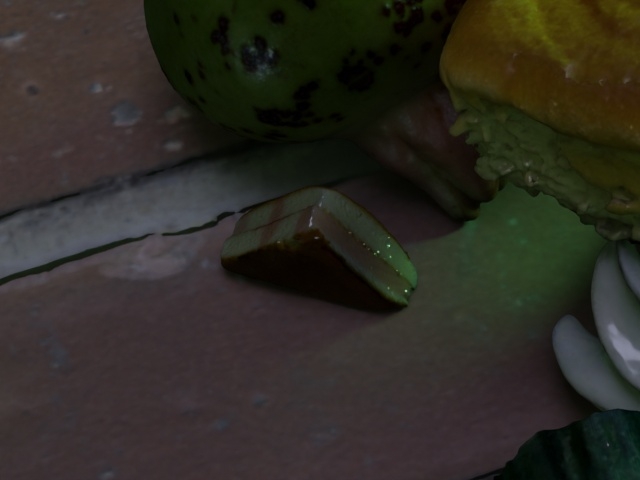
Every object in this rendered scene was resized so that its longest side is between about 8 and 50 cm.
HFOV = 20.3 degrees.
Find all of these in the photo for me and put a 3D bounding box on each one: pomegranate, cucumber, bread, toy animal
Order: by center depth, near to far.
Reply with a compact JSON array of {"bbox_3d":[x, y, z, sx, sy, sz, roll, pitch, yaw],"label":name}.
[{"bbox_3d":[0.128,0.147,0.816,0.062,0.116,0.115,20,41,-38],"label":"cucumber"},{"bbox_3d":[0.195,0.102,0.854,0.220,0.104,0.131,26,61,19],"label":"toy animal"},{"bbox_3d":[0.186,-0.082,0.856,0.245,0.121,0.174,13,55,32],"label":"bread"},{"bbox_3d":[0.000,0.000,0.961,0.109,0.062,0.043,15,56,9],"label":"bread"},{"bbox_3d":[0.026,-0.120,0.979,0.214,0.214,0.248,-37,95,-21],"label":"pomegranate"}]
